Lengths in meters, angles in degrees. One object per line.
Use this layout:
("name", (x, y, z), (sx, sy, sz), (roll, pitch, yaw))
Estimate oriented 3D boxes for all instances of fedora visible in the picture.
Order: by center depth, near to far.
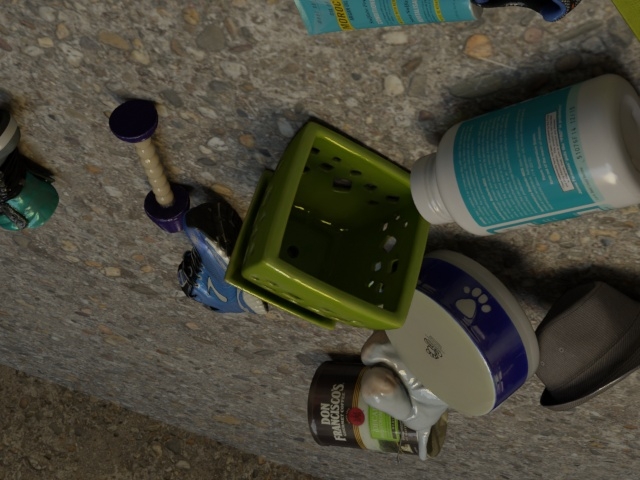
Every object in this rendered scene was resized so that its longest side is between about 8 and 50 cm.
("fedora", (0.426, 0.151, 1.168), (0.124, 0.244, 0.275), (45, 144, 8))

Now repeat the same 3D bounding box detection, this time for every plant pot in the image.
("plant pot", (0.000, 0.000, 1.051), (0.228, 0.227, 0.207), (27, 155, -22))

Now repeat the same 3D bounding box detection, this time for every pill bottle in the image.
("pill bottle", (0.238, -0.088, 0.854), (0.264, 0.146, 0.146), (-13, 141, 40))

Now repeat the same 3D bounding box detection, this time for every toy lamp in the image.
("toy lamp", (-0.259, -0.101, 1.135), (0.080, 0.080, 0.274), (9, 150, 10))

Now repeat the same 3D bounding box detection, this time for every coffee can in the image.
("coffee can", (0.136, 0.386, 1.682), (0.275, 0.201, 0.201), (-2, 147, 27))

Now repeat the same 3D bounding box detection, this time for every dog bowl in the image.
("dog bowl", (0.220, 0.152, 1.190), (0.265, 0.104, 0.265), (43, 154, 28))

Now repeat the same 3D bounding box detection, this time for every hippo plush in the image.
("hippo plush", (0.226, 0.263, 1.371), (0.236, 0.294, 0.234), (-16, 161, 31))

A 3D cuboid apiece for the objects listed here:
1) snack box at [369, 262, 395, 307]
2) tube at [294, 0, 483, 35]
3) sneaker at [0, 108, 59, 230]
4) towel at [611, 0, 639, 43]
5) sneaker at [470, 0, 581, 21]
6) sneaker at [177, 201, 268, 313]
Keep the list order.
("snack box", (0.027, 0.069, 1.309), (0.207, 0.070, 0.174), (0, 148, 23))
("tube", (0.064, -0.252, 0.756), (0.207, 0.052, 0.080), (6, 141, 29))
("sneaker", (-0.510, -0.101, 1.199), (0.178, 0.124, 0.295), (39, 151, -28))
("towel", (0.294, -0.261, 0.653), (0.102, 0.021, 0.237), (-14, 140, 43))
("sneaker", (0.138, -0.257, 0.642), (0.221, 0.087, 0.083), (20, 156, 15))
("sneaker", (-0.191, 0.053, 1.289), (0.147, 0.129, 0.330), (-11, 147, 3))
